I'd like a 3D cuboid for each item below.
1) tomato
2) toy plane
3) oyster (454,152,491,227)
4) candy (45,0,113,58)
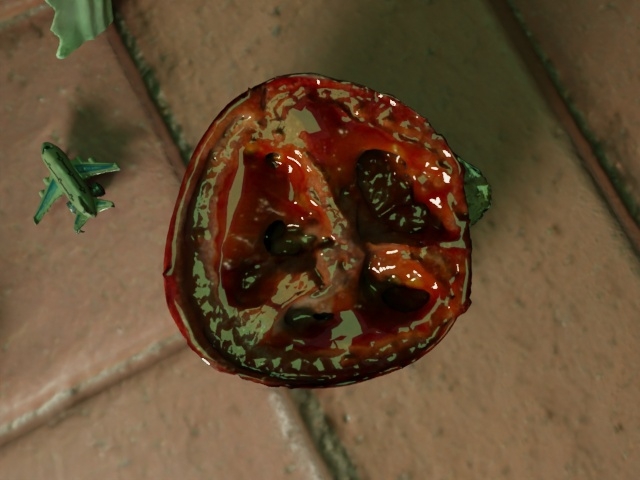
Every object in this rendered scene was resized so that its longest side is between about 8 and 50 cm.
[{"bbox_3d":[-0.002,0.002,0.397,0.228,0.101,0.227,0,89,-7],"label":"tomato"},{"bbox_3d":[-0.205,-0.047,0.431,0.080,0.033,0.083,-36,78,-4],"label":"toy plane"},{"bbox_3d":[0.105,-0.048,0.442,0.054,0.019,0.083,-43,88,-4],"label":"oyster"},{"bbox_3d":[-0.321,-0.328,0.358,0.398,0.262,0.172,23,49,0],"label":"candy"}]
